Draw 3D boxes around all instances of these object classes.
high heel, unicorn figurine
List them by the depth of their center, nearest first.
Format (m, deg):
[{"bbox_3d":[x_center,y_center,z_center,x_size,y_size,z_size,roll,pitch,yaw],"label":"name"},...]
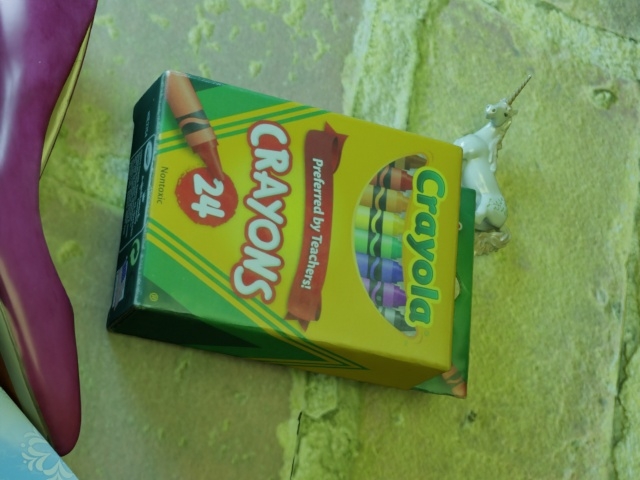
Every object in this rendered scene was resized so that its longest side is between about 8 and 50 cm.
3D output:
[{"bbox_3d":[-0.191,-0.036,1.182,0.181,0.127,0.377,-14,79,-25],"label":"high heel"},{"bbox_3d":[0.140,-0.064,1.464,0.111,0.060,0.161,-10,97,-35],"label":"unicorn figurine"}]

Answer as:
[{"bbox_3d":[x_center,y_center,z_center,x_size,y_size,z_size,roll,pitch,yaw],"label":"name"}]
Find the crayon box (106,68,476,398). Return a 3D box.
[{"bbox_3d":[0.000,0.000,1.304,0.319,0.081,0.202,12,68,-21],"label":"crayon box"}]

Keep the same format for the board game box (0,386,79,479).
[{"bbox_3d":[-0.272,0.248,1.005,0.319,0.066,0.318,-31,67,-36],"label":"board game box"}]
